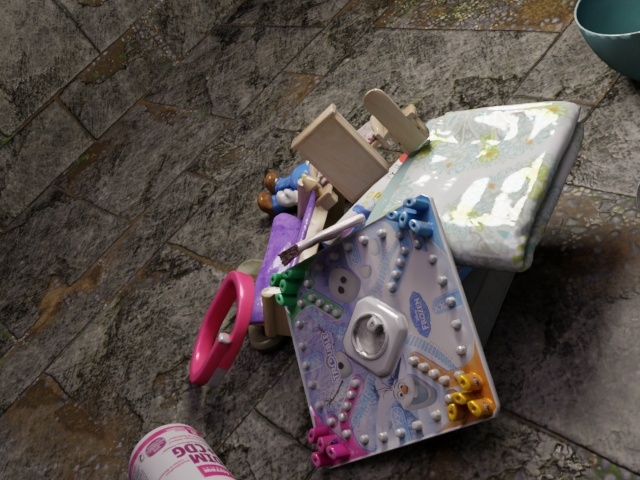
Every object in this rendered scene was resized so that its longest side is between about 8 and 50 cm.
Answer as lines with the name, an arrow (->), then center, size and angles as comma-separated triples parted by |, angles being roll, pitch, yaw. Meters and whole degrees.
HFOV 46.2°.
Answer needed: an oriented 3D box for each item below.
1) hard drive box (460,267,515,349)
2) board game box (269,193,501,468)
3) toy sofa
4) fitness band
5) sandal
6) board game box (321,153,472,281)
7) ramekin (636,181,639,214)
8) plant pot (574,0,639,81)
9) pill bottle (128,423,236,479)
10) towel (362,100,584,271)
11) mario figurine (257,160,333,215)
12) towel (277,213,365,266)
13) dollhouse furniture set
hard drive box -> 0.251, 0.112, 1.462 | 0.181, 0.089, 0.232 | 3, 51, 42
board game box -> 0.086, 0.168, 1.321 | 0.390, 0.050, 0.390 | -30, 66, 36
toy sofa -> -0.060, 0.035, 1.698 | 0.177, 0.150, 0.363 | 10, 49, 7
fitness band -> -0.222, 0.199, 1.663 | 0.291, 0.054, 0.209 | -57, 24, 35
sandal -> -0.143, 0.133, 1.762 | 0.120, 0.086, 0.303 | -32, 36, 6
board game box -> 0.203, -0.034, 1.514 | 0.308, 0.086, 0.302 | -46, 37, -13
ramekin -> 0.638, -0.049, 1.237 | 0.109, 0.207, 0.207 | -31, 35, -7
plant pot -> 0.722, -0.456, 1.620 | 0.290, 0.195, 0.290 | -22, 38, 18
pill bottle -> -0.236, 0.477, 1.393 | 0.160, 0.160, 0.283 | -45, 37, -12
towel -> 0.282, -0.108, 1.384 | 0.320, 0.090, 0.374 | 3, 51, 42
mario figurine -> -0.032, -0.187, 1.951 | 0.320, 0.170, 0.198 | -22, 72, 31
towel -> 0.000, 0.000, 1.437 | 0.144, 0.029, 0.197 | -27, 0, -16
dollhouse furniture set -> 0.064, -0.253, 1.627 | 0.303, 0.174, 0.355 | -39, 19, 22
